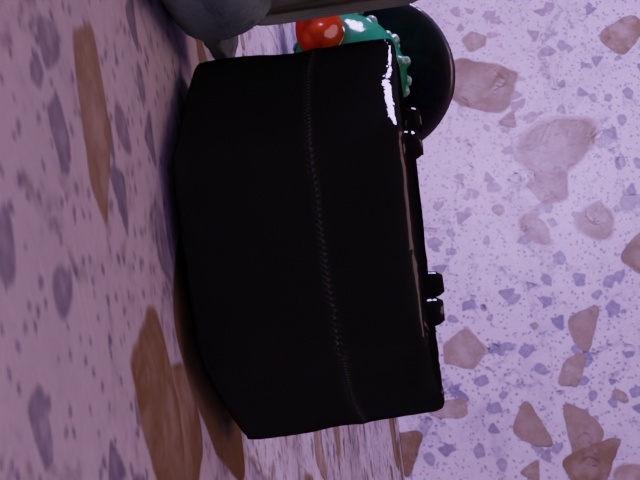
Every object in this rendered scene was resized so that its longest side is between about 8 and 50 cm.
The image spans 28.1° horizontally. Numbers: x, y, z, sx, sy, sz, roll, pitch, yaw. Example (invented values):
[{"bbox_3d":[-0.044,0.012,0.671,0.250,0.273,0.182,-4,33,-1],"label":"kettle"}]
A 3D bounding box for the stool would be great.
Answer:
[{"bbox_3d":[0.000,0.000,0.773,0.232,0.141,0.232,-7,90,-85],"label":"stool"}]

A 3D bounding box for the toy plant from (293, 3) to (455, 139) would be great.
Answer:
[{"bbox_3d":[0.058,-0.181,1.489,0.400,0.185,0.279,-12,116,-77],"label":"toy plant"}]

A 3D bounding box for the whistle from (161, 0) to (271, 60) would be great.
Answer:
[{"bbox_3d":[-0.073,-0.161,0.662,0.312,0.062,0.062,56,27,-78],"label":"whistle"}]

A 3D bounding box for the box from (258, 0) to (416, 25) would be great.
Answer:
[{"bbox_3d":[-0.034,-0.350,0.775,0.344,0.177,0.351,36,48,-78],"label":"box"}]
